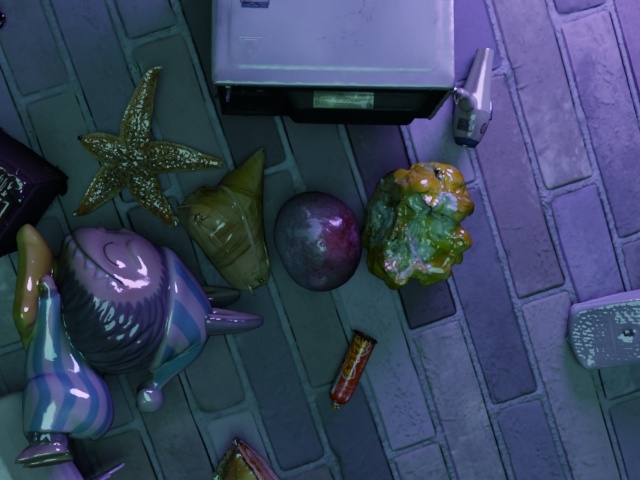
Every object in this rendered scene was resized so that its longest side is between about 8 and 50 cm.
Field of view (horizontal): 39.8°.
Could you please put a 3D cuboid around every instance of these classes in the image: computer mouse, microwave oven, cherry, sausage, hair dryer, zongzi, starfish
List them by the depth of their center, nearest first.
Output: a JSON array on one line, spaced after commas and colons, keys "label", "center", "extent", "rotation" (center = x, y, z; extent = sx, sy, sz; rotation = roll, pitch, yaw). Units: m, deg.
[{"label": "microwave oven", "center": [0.013, -0.325, 1.362], "extent": [0.355, 0.218, 0.286], "rotation": [0, 84, -4]}, {"label": "microwave oven", "center": [-0.531, -0.069, 1.370], "extent": [0.178, 0.247, 0.188], "rotation": [34, 94, -4]}, {"label": "hair dryer", "center": [0.241, -0.260, 1.429], "extent": [0.067, 0.199, 0.167], "rotation": [9, 72, 22]}, {"label": "cherry", "center": [0.000, -0.004, 1.449], "extent": [0.140, 0.176, 0.176], "rotation": [-18, 100, -24]}, {"label": "starfish", "center": [-0.286, -0.138, 1.471], "extent": [0.231, 0.048, 0.295], "rotation": [26, 102, -12]}, {"label": "zongzi", "center": [-0.119, -0.034, 1.485], "extent": [0.197, 0.099, 0.194], "rotation": [-43, 118, -25]}, {"label": "sausage", "center": [0.050, 0.230, 1.548], "extent": [0.050, 0.048, 0.145], "rotation": [24, 99, -1]}, {"label": "computer mouse", "center": [0.549, 0.153, 1.553], "extent": [0.231, 0.079, 0.128], "rotation": [-8, 96, 14]}]

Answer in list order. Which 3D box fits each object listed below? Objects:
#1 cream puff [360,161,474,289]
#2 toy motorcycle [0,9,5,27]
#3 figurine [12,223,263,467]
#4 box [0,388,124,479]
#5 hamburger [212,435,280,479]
[{"label": "cream puff", "center": [0.166, -0.026, 1.459], "extent": [0.195, 0.194, 0.221], "rotation": [18, 114, -6]}, {"label": "toy motorcycle", "center": [-0.575, -0.332, 1.422], "extent": [0.100, 0.058, 0.173], "rotation": [22, 95, 1]}, {"label": "figurine", "center": [-0.274, 0.153, 1.378], "extent": [0.378, 0.266, 0.361], "rotation": [-3, 73, -7]}, {"label": "box", "center": [-0.498, 0.359, 1.453], "extent": [0.291, 0.262, 0.206], "rotation": [-28, 89, -22]}, {"label": "hamburger", "center": [-0.131, 0.430, 1.551], "extent": [0.102, 0.087, 0.176], "rotation": [-33, 107, 14]}]
